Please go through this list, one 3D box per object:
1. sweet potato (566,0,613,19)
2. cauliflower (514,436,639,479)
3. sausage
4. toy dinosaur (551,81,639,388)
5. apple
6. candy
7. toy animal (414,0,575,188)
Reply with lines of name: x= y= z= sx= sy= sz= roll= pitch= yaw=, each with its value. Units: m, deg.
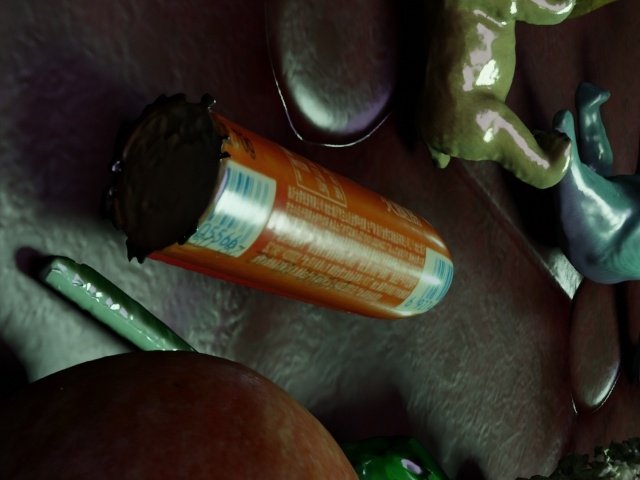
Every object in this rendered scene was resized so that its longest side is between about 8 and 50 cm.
sweet potato: x=0.273 y=-0.336 z=0.855 sx=0.130 sy=0.130 sz=0.423 roll=41 pitch=71 yaw=-48
cauliflower: x=0.155 y=0.258 z=0.720 sx=0.272 sy=0.275 sz=0.250 roll=60 pitch=7 yaw=-20
sausage: x=0.000 y=0.000 z=0.566 sx=0.264 sy=0.083 sz=0.083 roll=22 pitch=77 yaw=-54
toy dinosaur: x=0.255 y=0.031 z=0.895 sx=0.383 sy=0.129 sz=0.331 roll=-11 pitch=125 yaw=-44
apple: x=-0.065 y=0.136 z=0.401 sx=0.174 sy=0.188 sz=0.188 roll=-106 pitch=-172 yaw=-73
candy: x=-0.031 y=0.100 z=0.551 sx=0.323 sy=0.097 sz=0.097 roll=45 pitch=59 yaw=-36
toy animal: x=0.098 y=-0.143 z=0.679 sx=0.101 sy=0.103 sz=0.219 roll=-8 pitch=107 yaw=-28
